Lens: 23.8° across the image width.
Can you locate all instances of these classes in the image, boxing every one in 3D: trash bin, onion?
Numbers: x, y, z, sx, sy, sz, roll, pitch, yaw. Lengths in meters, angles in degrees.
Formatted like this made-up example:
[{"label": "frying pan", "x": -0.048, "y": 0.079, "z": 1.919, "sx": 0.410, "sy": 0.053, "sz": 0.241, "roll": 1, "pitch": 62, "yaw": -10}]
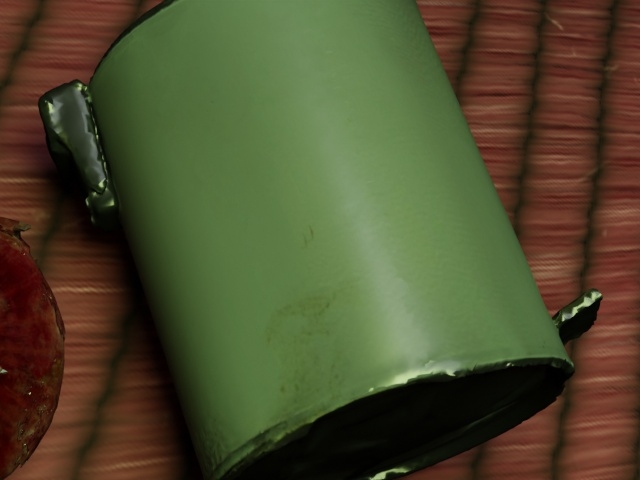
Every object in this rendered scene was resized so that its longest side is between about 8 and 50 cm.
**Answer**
[{"label": "trash bin", "x": 0.000, "y": 0.000, "z": 0.897, "sx": 0.277, "sy": 0.217, "sz": 0.262, "roll": -17, "pitch": 70, "yaw": -7}, {"label": "onion", "x": -0.217, "y": 0.051, "z": 0.799, "sx": 0.184, "sy": 0.147, "sz": 0.183, "roll": 6, "pitch": 73, "yaw": -20}]
